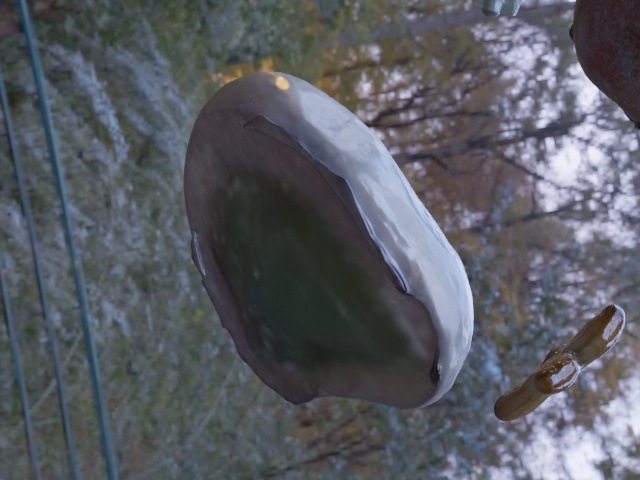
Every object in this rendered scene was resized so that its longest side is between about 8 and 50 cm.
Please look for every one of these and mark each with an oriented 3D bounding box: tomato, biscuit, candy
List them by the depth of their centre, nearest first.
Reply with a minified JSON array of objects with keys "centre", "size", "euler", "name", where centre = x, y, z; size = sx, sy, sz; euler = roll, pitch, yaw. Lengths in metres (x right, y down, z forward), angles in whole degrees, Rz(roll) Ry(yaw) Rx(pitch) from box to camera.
[{"centre":[0.000,0.000,1.225],"size":[0.386,0.186,0.427],"euler":[-16,-74,52],"name":"candy"},{"centre":[0.500,-0.294,1.403],"size":[0.282,0.317,0.316],"euler":[-50,-135,51],"name":"tomato"},{"centre":[0.325,0.174,1.410],"size":[0.047,0.164,0.208],"euler":[46,-21,10],"name":"biscuit"}]

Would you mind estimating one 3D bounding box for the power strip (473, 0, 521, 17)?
[{"centre":[0.256,-0.425,1.191],"size":[0.091,0.062,0.385],"euler":[69,43,-73],"name":"power strip"}]
